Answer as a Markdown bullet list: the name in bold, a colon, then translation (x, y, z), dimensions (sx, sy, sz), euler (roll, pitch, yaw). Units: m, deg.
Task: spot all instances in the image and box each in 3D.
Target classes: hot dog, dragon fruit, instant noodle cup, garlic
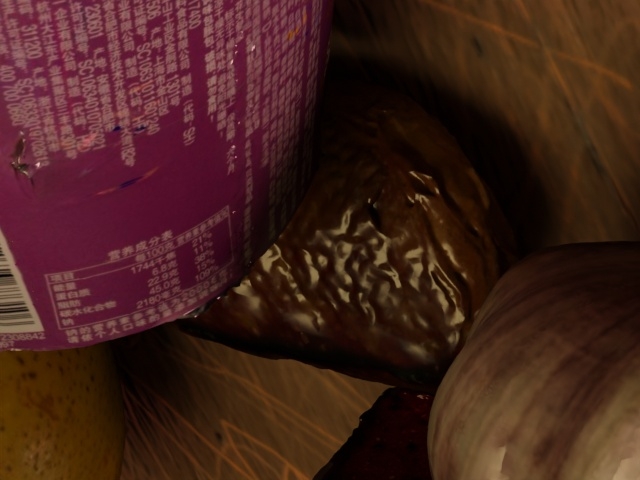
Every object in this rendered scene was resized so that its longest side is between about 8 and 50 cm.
- **hot dog**: translation (-0.001, 0.003, 0.934), dimensions (0.227, 0.099, 0.160), euler (11, 128, 27)
- **dragon fruit**: translation (0.073, 0.158, 0.989), dimensions (0.161, 0.120, 0.127), euler (8, 133, 31)
- **instant noodle cup**: translation (-0.128, -0.131, 0.792), dimensions (0.340, 0.340, 0.266), euler (24, 147, 24)
- **garlic**: translation (0.191, 0.042, 0.748), dimensions (0.245, 0.245, 0.253), euler (31, 106, 17)

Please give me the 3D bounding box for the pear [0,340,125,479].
- **pear**: translation (-0.249, 0.113, 1.108), dimensions (0.294, 0.294, 0.294), euler (23, 135, 25)
